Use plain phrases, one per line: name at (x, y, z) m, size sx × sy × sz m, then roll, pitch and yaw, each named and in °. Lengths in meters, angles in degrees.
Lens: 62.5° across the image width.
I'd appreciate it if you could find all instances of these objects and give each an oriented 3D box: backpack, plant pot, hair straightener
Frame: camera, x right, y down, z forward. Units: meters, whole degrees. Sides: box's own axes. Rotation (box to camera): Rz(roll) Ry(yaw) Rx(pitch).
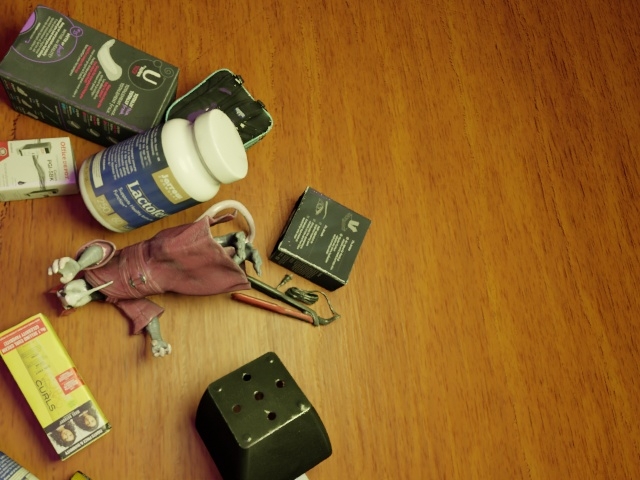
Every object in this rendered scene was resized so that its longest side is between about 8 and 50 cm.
backpack at (-0.218, -0.227, 1.066) m, size 0.188 × 0.144 × 0.166 m, roll -44°, pitch 99°, yaw -27°
plant pot at (-0.102, 0.303, 0.897) m, size 0.188 × 0.167 × 0.187 m, roll -25°, pitch 52°, yaw -23°
hair straightener at (-0.061, 0.110, 1.073) m, size 0.230 × 0.047 × 0.089 m, roll 20°, pitch 69°, yaw -13°

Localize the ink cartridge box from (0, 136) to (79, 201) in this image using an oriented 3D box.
ink cartridge box at (-0.528, -0.133, 0.978) m, size 0.135 × 0.056 × 0.099 m, roll -10°, pitch 77°, yaw -21°

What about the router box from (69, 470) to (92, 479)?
router box at (-0.331, 0.441, 0.832) m, size 0.179 × 0.133 × 0.046 m, roll 39°, pitch 66°, yaw -5°

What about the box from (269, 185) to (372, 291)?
box at (0.000, 0.000, 1.103) m, size 0.158 × 0.093 × 0.156 m, roll 28°, pitch 67°, yaw -8°

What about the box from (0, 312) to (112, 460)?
box at (-0.450, 0.244, 0.890) m, size 0.087 × 0.058 × 0.232 m, roll -30°, pitch 85°, yaw -24°

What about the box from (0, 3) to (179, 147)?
box at (-0.432, -0.291, 1.012) m, size 0.270 × 0.143 × 0.165 m, roll 23°, pitch 70°, yaw -12°

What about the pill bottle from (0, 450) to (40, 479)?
pill bottle at (-0.538, 0.359, 0.796) m, size 0.187 × 0.112 × 0.112 m, roll 40°, pitch 65°, yaw -4°

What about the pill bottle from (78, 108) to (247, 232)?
pill bottle at (-0.272, -0.123, 0.930) m, size 0.265 × 0.153 × 0.153 m, roll -20°, pitch 79°, yaw 16°

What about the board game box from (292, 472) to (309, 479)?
board game box at (-0.047, 0.591, 0.907) m, size 0.224 × 0.097 × 0.303 m, roll -31°, pitch 87°, yaw -26°

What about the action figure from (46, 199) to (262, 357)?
action figure at (-0.306, 0.036, 0.935) m, size 0.370 × 0.248 × 0.275 m, roll -14°, pitch 39°, yaw 3°
